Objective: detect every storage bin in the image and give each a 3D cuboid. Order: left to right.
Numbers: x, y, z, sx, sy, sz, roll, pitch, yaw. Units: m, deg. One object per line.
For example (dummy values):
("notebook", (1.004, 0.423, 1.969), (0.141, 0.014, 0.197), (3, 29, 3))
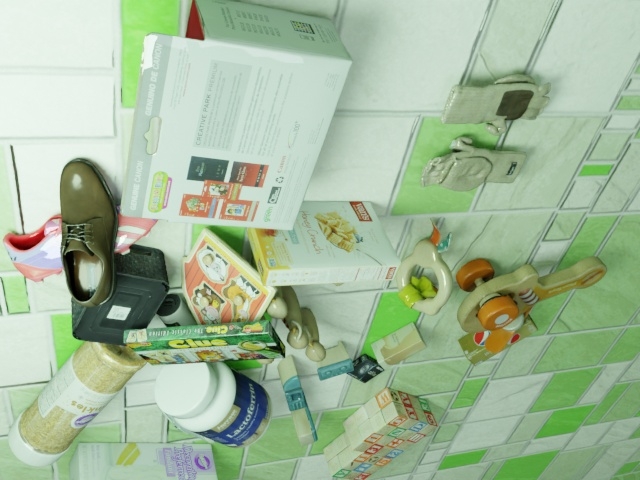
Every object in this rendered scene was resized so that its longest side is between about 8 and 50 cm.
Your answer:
("storage bin", (-0.356, 0.096, 1.217), (0.122, 0.084, 0.180), (14, 127, -32))

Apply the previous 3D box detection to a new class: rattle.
("rattle", (0.247, 0.047, 1.420), (0.143, 0.130, 0.199), (-1, 108, -35))

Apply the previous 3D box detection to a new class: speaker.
("speaker", (-0.271, 0.161, 1.340), (0.055, 0.055, 0.136), (-21, 138, 0))

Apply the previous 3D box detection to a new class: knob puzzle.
("knob puzzle", (-0.184, 0.098, 1.228), (0.030, 0.213, 0.213), (-37, 161, -52))

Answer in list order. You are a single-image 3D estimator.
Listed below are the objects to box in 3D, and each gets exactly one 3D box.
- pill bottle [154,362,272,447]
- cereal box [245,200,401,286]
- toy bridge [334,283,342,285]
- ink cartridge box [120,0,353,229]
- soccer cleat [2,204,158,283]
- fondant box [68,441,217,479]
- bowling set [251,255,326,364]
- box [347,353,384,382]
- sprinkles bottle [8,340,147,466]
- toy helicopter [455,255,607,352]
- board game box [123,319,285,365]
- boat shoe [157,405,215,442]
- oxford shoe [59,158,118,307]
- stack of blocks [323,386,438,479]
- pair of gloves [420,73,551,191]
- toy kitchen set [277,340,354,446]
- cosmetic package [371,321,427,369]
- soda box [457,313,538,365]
("pill bottle", (-0.221, 0.335, 1.441), (0.153, 0.153, 0.264), (-29, 145, 9))
("cereal box", (0.000, 0.000, 1.195), (0.240, 0.173, 0.047), (-2, 133, -21))
("toy bridge", (-0.014, 0.047, 1.344), (0.063, 0.026, 0.188), (-33, 137, 16))
("ink cartridge box", (-0.138, -0.174, 0.992), (0.272, 0.130, 0.309), (3, 132, -22))
("soccer cleat", (-0.380, -0.013, 1.104), (0.248, 0.083, 0.095), (-23, 128, 3))
("fondant box", (-0.401, 0.594, 1.596), (0.331, 0.238, 0.096), (11, 127, -31))
("bowling set", (-0.117, 0.175, 1.340), (0.200, 0.154, 0.287), (-28, 137, 7))
("box", (0.107, 0.311, 1.669), (0.067, 0.018, 0.083), (-37, 135, 17))
("sprinkles bottle", (-0.478, 0.302, 1.353), (0.121, 0.121, 0.355), (24, 121, -38))
("toy helicopter", (0.474, 0.128, 1.545), (0.355, 0.140, 0.234), (-18, 140, -7))
("board game box", (-0.203, 0.186, 1.234), (0.260, 0.030, 0.136), (-5, 149, 9))
("boat shoe", (-0.299, 0.396, 1.565), (0.081, 0.079, 0.227), (-10, 140, 14))
("oxford shoe", (-0.350, -0.012, 1.030), (0.083, 0.227, 0.096), (-9, -178, -3))
("stack of blocks", (0.144, 0.529, 1.856), (0.171, 0.087, 0.297), (25, 121, -38))
("pair of gloves", (0.287, -0.187, 1.214), (0.204, 0.042, 0.240), (-10, 139, -17))
("toy kitchen set", (0.004, 0.356, 1.597), (0.166, 0.122, 0.207), (-16, 138, -5))
("cosmetic package", (0.182, 0.245, 1.601), (0.115, 0.060, 0.041), (-31, 137, 8))
("soda box", (0.433, 0.231, 1.684), (0.181, 0.061, 0.058), (-34, 136, 14))
